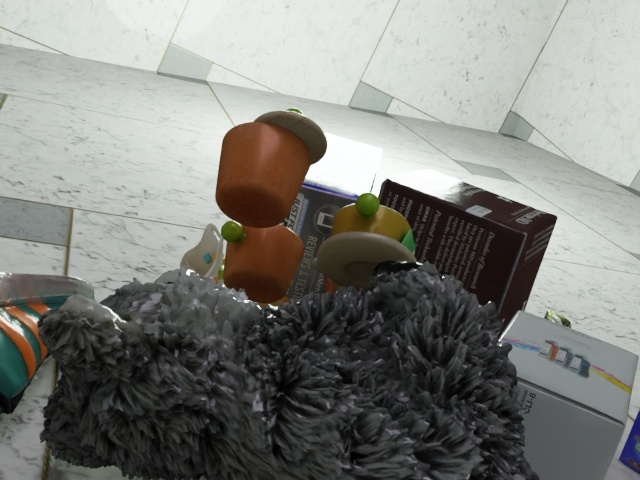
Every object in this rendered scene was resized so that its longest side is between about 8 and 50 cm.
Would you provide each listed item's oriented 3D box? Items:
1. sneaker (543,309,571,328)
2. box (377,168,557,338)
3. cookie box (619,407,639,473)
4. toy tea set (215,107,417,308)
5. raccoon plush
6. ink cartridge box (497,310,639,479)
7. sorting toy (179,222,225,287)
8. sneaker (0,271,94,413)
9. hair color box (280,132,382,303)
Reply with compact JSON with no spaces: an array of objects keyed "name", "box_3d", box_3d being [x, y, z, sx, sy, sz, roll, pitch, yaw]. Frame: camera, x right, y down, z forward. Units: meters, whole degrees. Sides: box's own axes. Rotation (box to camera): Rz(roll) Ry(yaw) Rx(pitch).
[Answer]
[{"name":"sneaker","box_3d":[0.339,0.121,1.174,0.035,0.031,0.083,15,17,-2]},{"name":"box","box_3d":[0.183,0.017,1.135,0.203,0.167,0.168,23,19,23]},{"name":"cookie box","box_3d":[0.365,0.196,0.835,0.040,0.107,0.092,-2,25,-43]},{"name":"toy tea set","box_3d":[0.000,0.000,0.777,0.200,0.336,0.124,9,56,5]},{"name":"raccoon plush","box_3d":[-0.009,0.153,0.531,0.299,0.216,0.446,-3,24,-25]},{"name":"ink cartridge box","box_3d":[0.206,0.163,0.769,0.127,0.128,0.176,22,19,20]},{"name":"sorting toy","box_3d":[-0.134,0.021,1.014,0.045,0.075,0.083,6,20,-27]},{"name":"sneaker","box_3d":[-0.275,0.087,0.676,0.108,0.121,0.302,-4,-4,11]},{"name":"hair color box","box_3d":[0.000,-0.016,1.059,0.110,0.185,0.339,15,17,1]}]
